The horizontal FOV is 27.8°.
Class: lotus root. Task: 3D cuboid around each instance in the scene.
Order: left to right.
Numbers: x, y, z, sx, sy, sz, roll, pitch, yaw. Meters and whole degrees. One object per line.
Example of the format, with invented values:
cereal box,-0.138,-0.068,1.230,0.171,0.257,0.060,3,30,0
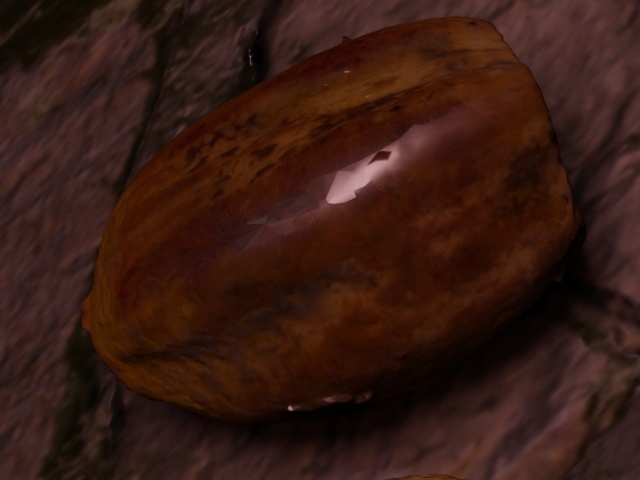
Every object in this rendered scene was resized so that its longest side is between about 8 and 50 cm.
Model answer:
lotus root,0.004,0.004,0.723,0.291,0.193,0.193,-27,68,14

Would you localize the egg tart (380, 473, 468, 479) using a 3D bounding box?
egg tart,0.047,0.290,0.650,0.345,0.132,0.345,-5,76,21
